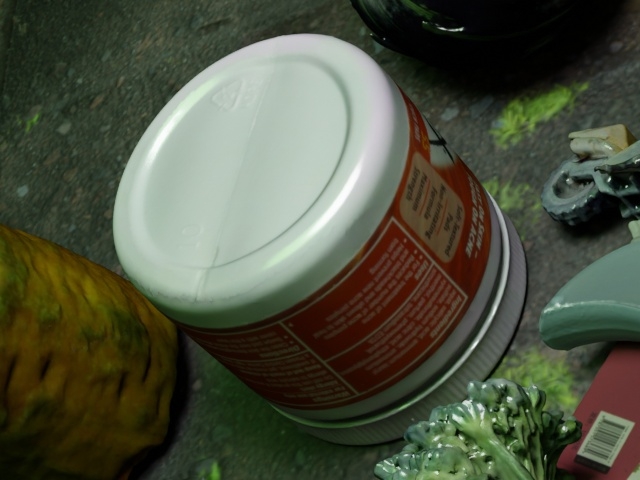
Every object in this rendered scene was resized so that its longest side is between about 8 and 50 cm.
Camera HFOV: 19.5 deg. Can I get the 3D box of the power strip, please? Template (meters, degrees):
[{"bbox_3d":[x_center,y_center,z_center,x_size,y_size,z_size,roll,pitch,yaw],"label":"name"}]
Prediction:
[{"bbox_3d":[0.263,0.069,1.308,0.167,0.054,0.253,-35,40,1],"label":"power strip"}]

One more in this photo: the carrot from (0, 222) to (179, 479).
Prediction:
[{"bbox_3d":[-0.294,0.098,1.580,0.241,0.341,0.241,-23,56,40],"label":"carrot"}]

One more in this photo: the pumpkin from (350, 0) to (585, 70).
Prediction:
[{"bbox_3d":[0.140,-0.298,1.577,0.296,0.296,0.296,-21,48,24],"label":"pumpkin"}]

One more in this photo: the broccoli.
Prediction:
[{"bbox_3d":[0.156,0.191,1.222,0.275,0.198,0.177,14,74,44],"label":"broccoli"}]

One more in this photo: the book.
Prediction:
[{"bbox_3d":[0.283,0.132,1.300,0.232,0.022,0.162,19,71,45],"label":"book"}]

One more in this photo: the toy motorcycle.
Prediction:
[{"bbox_3d":[0.273,-0.070,1.423,0.229,0.094,0.130,-7,49,50],"label":"toy motorcycle"}]

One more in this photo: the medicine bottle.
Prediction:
[{"bbox_3d":[0.000,0.000,1.462,0.252,0.241,0.252,-20,48,24],"label":"medicine bottle"}]
